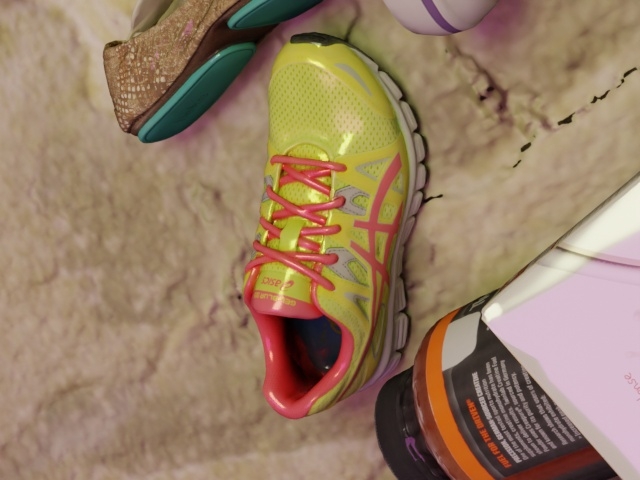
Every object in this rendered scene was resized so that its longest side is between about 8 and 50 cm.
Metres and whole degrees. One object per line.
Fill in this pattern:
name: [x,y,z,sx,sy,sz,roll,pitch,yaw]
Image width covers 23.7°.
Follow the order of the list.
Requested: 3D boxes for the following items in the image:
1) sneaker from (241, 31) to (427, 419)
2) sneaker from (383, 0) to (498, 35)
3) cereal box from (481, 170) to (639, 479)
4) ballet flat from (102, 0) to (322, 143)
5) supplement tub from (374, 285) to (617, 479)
sneaker: [0.000,0.000,0.770,0.081,0.094,0.208,9,118,30]
sneaker: [0.092,-0.210,0.599,0.161,0.102,0.282,10,120,24]
cereal box: [0.199,0.012,0.522,0.240,0.047,0.173,-43,87,18]
ballet flat: [-0.045,-0.123,0.751,0.206,0.073,0.067,-35,80,36]
supplement tub: [0.116,0.064,0.725,0.198,0.106,0.106,-30,97,39]
